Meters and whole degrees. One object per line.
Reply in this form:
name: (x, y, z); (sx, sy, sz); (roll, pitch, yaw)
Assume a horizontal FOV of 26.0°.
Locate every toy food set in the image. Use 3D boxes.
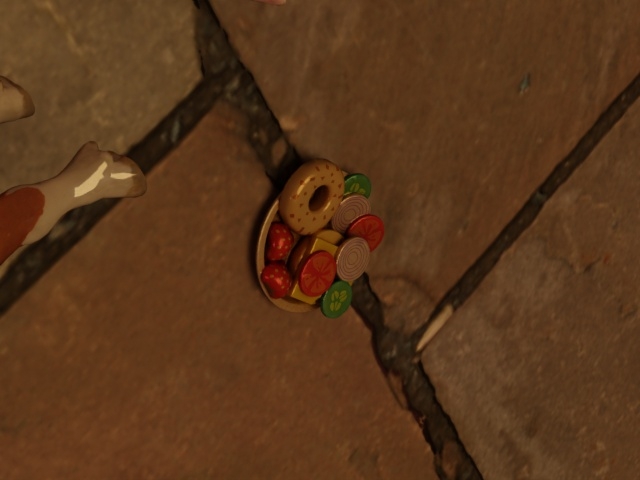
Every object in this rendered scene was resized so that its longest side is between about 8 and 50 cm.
toy food set: (0.000, 0.000, 0.736); (0.082, 0.020, 0.083); (23, 90, -47)

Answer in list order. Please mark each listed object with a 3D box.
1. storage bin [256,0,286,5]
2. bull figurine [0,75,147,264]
storage bin: (-0.024, -0.265, 0.502); (0.262, 0.123, 0.260); (-56, 147, -11)
bull figurine: (-0.180, -0.020, 0.497); (0.188, 0.101, 0.310); (-47, 136, -25)
